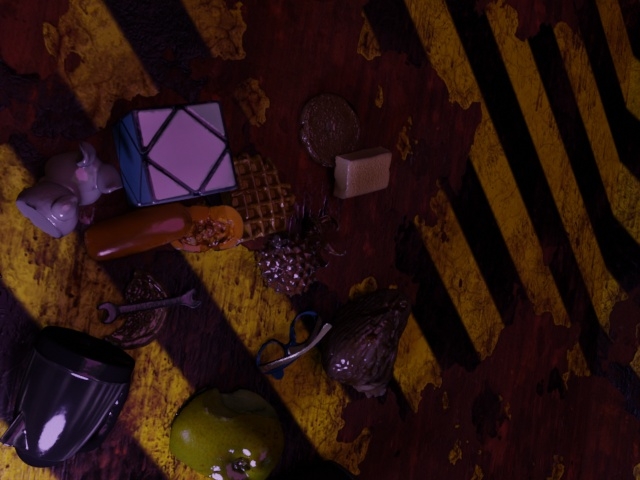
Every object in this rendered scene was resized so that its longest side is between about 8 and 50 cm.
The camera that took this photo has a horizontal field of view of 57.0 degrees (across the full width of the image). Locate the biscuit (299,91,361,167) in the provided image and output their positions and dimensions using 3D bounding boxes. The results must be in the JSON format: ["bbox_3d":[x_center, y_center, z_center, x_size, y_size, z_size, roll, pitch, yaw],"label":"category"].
[{"bbox_3d":[0.029,-0.318,1.699,0.226,0.042,0.226,-4,97,-36],"label":"biscuit"}]

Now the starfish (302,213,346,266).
[{"bbox_3d":[0.000,0.000,1.651,0.190,0.074,0.146,-6,92,-61],"label":"starfish"}]

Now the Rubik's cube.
[{"bbox_3d":[-0.332,-0.192,1.334,0.207,0.205,0.205,-16,99,-32],"label":"Rubik's cube"}]

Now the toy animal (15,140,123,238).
[{"bbox_3d":[-0.523,-0.106,1.226,0.193,0.178,0.127,-51,122,-20],"label":"toy animal"}]

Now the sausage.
[{"bbox_3d":[-0.411,-0.023,1.339,0.238,0.098,0.098,-18,104,-11],"label":"sausage"}]

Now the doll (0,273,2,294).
[{"bbox_3d":[-0.694,0.028,1.179,0.096,0.070,0.195,-29,119,-56],"label":"doll"}]

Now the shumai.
[{"bbox_3d":[0.168,0.331,1.731,0.346,0.217,0.283,-41,115,-33],"label":"shumai"}]

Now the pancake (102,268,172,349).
[{"bbox_3d":[-0.438,0.164,1.401,0.184,0.020,0.190,-16,102,-33],"label":"pancake"}]

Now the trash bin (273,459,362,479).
[{"bbox_3d":[0.000,0.734,1.643,0.290,0.209,0.182,-2,95,-31],"label":"trash bin"}]

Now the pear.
[{"bbox_3d":[-0.206,0.479,1.454,0.292,0.292,0.159,11,96,-36],"label":"pear"}]

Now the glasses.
[{"bbox_3d":[-0.063,0.263,1.604,0.102,0.207,0.239,46,57,10],"label":"glasses"}]

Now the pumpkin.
[{"bbox_3d":[-0.279,-0.029,1.448,0.183,0.107,0.119,1,93,-4],"label":"pumpkin"}]

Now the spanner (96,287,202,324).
[{"bbox_3d":[-0.402,0.154,1.405,0.254,0.015,0.054,-7,96,-36],"label":"spanner"}]

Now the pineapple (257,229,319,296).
[{"bbox_3d":[-0.087,0.050,1.546,0.166,0.166,0.193,-48,143,-24],"label":"pineapple"}]

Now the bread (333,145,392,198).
[{"bbox_3d":[0.122,-0.201,1.732,0.188,0.068,0.125,-19,125,-37],"label":"bread"}]

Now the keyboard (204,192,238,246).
[{"bbox_3d":[-0.250,-0.077,1.527,0.060,0.018,0.195,-43,116,-33],"label":"keyboard"}]

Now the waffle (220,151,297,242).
[{"bbox_3d":[-0.157,-0.122,1.560,0.219,0.057,0.229,-14,97,-40],"label":"waffle"}]

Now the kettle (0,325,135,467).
[{"bbox_3d":[-0.543,0.344,1.254,0.207,0.251,0.271,25,84,-4],"label":"kettle"}]
